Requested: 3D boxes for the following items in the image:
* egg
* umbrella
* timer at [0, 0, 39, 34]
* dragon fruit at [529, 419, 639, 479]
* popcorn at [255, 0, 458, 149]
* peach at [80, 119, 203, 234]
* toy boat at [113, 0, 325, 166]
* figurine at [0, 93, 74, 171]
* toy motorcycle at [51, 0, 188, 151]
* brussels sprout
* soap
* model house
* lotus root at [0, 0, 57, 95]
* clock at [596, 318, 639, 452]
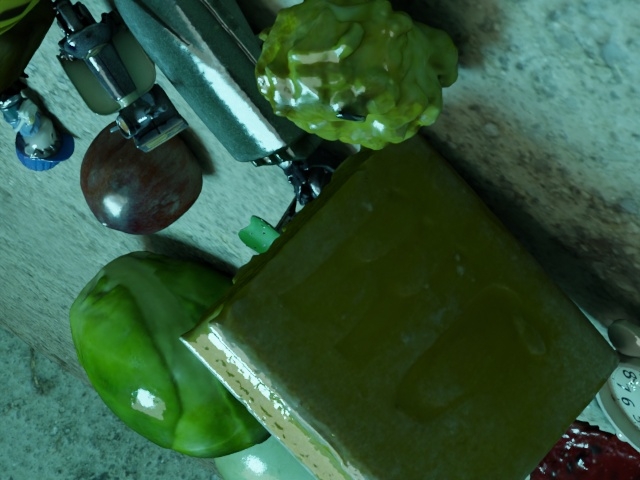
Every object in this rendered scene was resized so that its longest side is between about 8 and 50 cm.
[{"bbox_3d":[-0.044,0.359,2.287,0.296,0.218,0.218,24,159,8],"label":"egg"},{"bbox_3d":[-0.030,-0.088,1.445,0.224,0.071,0.080,38,155,-2],"label":"umbrella"},{"bbox_3d":[-0.330,-0.326,1.056,0.387,0.376,0.376,-31,116,34],"label":"timer"},{"bbox_3d":[0.443,0.297,1.522,0.286,0.227,0.329,11,153,-32],"label":"dragon fruit"},{"bbox_3d":[0.028,-0.144,1.105,0.173,0.142,0.173,34,166,9],"label":"popcorn"},{"bbox_3d":[-0.236,-0.076,1.704,0.152,0.152,0.152,32,160,13],"label":"peach"},{"bbox_3d":[-0.121,-0.204,1.313,0.319,0.092,0.141,50,158,-17],"label":"toy boat"},{"bbox_3d":[-0.418,-0.161,1.933,0.149,0.087,0.086,57,-171,-44],"label":"figurine"},{"bbox_3d":[-0.213,-0.176,1.411,0.157,0.091,0.263,56,-179,1],"label":"toy motorcycle"},{"bbox_3d":[-0.212,0.173,2.083,0.371,0.276,0.315,41,175,9],"label":"brussels sprout"},{"bbox_3d":[0.078,0.100,1.303,0.335,0.293,0.156,48,157,-6],"label":"soap"},{"bbox_3d":[0.000,0.000,1.571,0.167,0.088,0.117,36,161,-2],"label":"model house"},{"bbox_3d":[-0.441,-0.289,1.422,0.390,0.111,0.375,47,-165,33],"label":"lotus root"},{"bbox_3d":[0.354,0.163,1.364,0.156,0.063,0.229,8,132,58],"label":"clock"}]
